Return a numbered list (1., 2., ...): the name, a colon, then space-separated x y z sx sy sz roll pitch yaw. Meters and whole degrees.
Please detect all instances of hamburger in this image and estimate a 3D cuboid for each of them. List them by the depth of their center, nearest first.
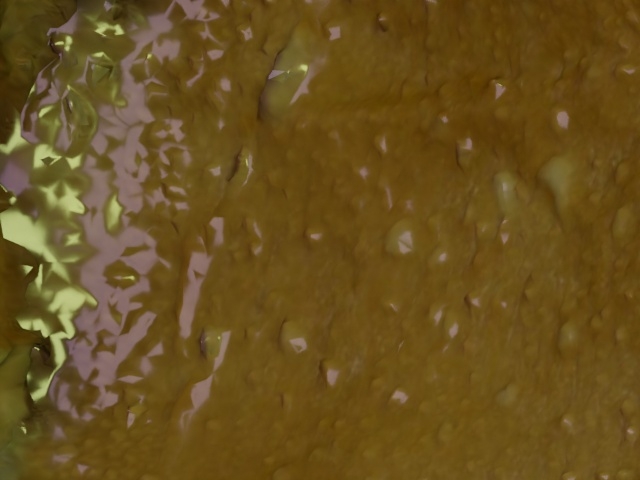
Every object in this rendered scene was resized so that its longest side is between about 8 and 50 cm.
1. hamburger: 0.000 0.000 0.601 0.319 0.158 0.318 -9 109 -25
